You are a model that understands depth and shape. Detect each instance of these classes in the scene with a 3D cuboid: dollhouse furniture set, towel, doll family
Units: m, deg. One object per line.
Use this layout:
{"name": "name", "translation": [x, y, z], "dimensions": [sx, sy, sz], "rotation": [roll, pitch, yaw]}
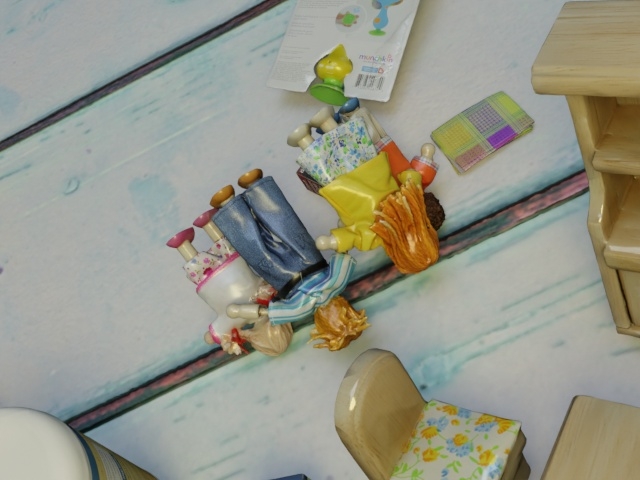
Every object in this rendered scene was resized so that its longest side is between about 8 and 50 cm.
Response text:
{"name": "dollhouse furniture set", "translation": [0.174, 0.097, 0.471], "dimensions": [0.362, 0.256, 0.394], "rotation": [9, 55, 36]}
{"name": "towel", "translation": [0.148, -0.101, 0.827], "dimensions": [0.083, 0.009, 0.060], "rotation": [-33, 52, 0]}
{"name": "doll family", "translation": [0.000, 0.000, 0.740], "dimensions": [0.263, 0.118, 0.163], "rotation": [-38, 87, -2]}

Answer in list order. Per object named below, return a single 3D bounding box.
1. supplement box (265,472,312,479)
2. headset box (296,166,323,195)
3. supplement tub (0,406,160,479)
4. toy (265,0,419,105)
{"name": "supplement box", "translation": [-0.021, 0.224, 0.649], "dimensions": [0.056, 0.083, 0.083], "rotation": [-15, 55, 15]}
{"name": "headset box", "translation": [0.023, -0.067, 0.845], "dimensions": [0.083, 0.032, 0.062], "rotation": [27, 73, 35]}
{"name": "supplement tub", "translation": [-0.186, 0.219, 0.650], "dimensions": [0.144, 0.199, 0.144], "rotation": [-11, 56, 17]}
{"name": "toy", "translation": [0.046, -0.244, 0.933], "dimensions": [0.137, 0.056, 0.237], "rotation": [11, 70, 24]}
